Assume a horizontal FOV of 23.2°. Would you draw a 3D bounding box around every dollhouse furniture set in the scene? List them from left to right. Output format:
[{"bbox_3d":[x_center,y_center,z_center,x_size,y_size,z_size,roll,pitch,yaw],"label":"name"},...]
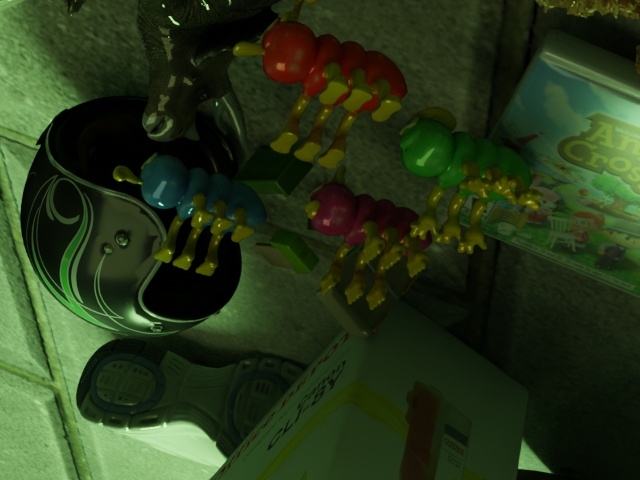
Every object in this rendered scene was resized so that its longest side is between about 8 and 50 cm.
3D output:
[{"bbox_3d":[0.000,0.000,1.167,0.058,0.076,0.152,5,141,54],"label":"dollhouse furniture set"}]

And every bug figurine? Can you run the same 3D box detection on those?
[{"bbox_3d":[0.006,-0.045,0.971,0.216,0.072,0.279,22,150,-20],"label":"bug figurine"}]

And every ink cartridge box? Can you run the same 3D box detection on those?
[{"bbox_3d":[-0.003,0.255,1.156,0.160,0.385,0.279,37,119,-8],"label":"ink cartridge box"}]

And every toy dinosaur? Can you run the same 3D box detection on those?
[{"bbox_3d":[-0.052,-0.184,0.924,0.160,0.121,0.313,11,147,-30],"label":"toy dinosaur"}]

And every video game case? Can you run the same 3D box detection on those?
[{"bbox_3d":[0.204,-0.028,0.972,0.212,0.023,0.193,23,147,-1],"label":"video game case"}]

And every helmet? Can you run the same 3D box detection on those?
[{"bbox_3d":[-0.141,-0.010,1.175,0.169,0.169,0.162,20,131,15],"label":"helmet"}]

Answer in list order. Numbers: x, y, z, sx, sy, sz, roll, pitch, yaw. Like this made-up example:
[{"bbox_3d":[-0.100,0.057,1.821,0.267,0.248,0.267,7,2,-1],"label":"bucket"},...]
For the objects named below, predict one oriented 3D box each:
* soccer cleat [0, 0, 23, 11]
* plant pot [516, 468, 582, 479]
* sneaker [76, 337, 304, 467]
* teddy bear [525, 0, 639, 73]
[{"bbox_3d":[-0.232,-0.182,1.080,0.196,0.076,0.068,-7,134,43],"label":"soccer cleat"},{"bbox_3d":[0.198,0.320,1.232,0.323,0.323,0.280,45,175,-24],"label":"plant pot"},{"bbox_3d":[-0.079,0.167,1.456,0.297,0.111,0.129,15,163,26],"label":"sneaker"},{"bbox_3d":[0.171,-0.153,0.772,0.338,0.113,0.245,30,151,0],"label":"teddy bear"}]
